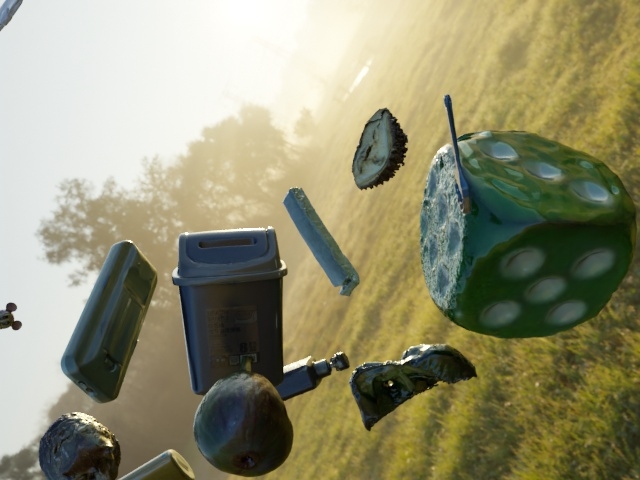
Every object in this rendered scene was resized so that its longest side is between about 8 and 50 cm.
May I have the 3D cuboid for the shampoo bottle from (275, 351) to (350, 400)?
[{"bbox_3d":[-0.083,0.312,1.373,0.309,0.071,0.098,-22,-6,8],"label":"shampoo bottle"}]

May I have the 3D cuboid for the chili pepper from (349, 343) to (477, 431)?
[{"bbox_3d":[0.192,0.285,1.352,0.264,0.148,0.116,-23,19,14],"label":"chili pepper"}]

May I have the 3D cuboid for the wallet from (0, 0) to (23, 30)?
[{"bbox_3d":[-0.403,-0.298,0.824,0.083,0.011,0.044,-28,54,33],"label":"wallet"}]

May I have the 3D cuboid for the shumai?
[{"bbox_3d":[-0.406,0.352,1.066,0.123,0.139,0.105,-34,-33,-23],"label":"shumai"}]

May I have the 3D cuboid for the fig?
[{"bbox_3d":[-0.110,0.233,0.955,0.149,0.149,0.245,-61,18,23],"label":"fig"}]

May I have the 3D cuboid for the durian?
[{"bbox_3d":[0.089,-0.126,0.911,0.052,0.066,0.130,35,-108,-60],"label":"durian"}]

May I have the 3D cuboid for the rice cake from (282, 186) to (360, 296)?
[{"bbox_3d":[0.000,0.000,1.698,0.063,0.336,0.066,-10,-31,-39],"label":"rice cake"}]

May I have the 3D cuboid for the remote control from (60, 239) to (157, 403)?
[{"bbox_3d":[-0.387,0.142,1.219,0.065,0.128,0.335,-20,36,19],"label":"remote control"}]

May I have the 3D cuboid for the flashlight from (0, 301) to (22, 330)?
[{"bbox_3d":[-0.567,0.142,1.079,0.031,0.110,0.052,-162,60,-66],"label":"flashlight"}]

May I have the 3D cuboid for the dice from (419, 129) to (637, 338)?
[{"bbox_3d":[0.349,-0.014,1.151,0.297,0.300,0.287,-100,15,-48],"label":"dice"}]

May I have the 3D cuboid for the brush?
[{"bbox_3d":[0.174,-0.109,0.818,0.051,0.014,0.164,-95,-10,-60],"label":"brush"}]

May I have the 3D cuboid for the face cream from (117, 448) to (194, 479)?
[{"bbox_3d":[-0.420,0.558,1.372,0.285,0.067,0.139,-29,-40,-8],"label":"face cream"}]

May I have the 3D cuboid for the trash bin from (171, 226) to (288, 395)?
[{"bbox_3d":[-0.163,0.125,1.185,0.182,0.209,0.290,-147,53,-78],"label":"trash bin"}]
